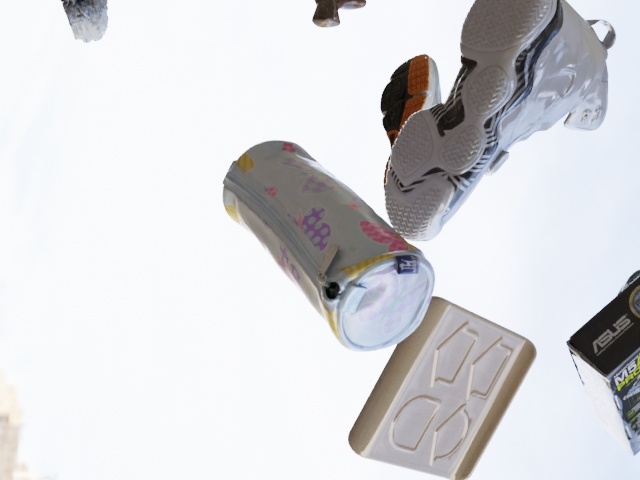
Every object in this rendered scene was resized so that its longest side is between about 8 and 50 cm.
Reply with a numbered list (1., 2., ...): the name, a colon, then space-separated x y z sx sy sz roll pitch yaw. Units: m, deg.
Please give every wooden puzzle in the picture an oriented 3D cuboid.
1. wooden puzzle: 0.226 0.281 2.083 0.080 0.348 0.322 31 -86 48

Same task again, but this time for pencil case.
1. pencil case: 0.000 0.000 1.124 0.273 0.124 0.113 47 -50 47

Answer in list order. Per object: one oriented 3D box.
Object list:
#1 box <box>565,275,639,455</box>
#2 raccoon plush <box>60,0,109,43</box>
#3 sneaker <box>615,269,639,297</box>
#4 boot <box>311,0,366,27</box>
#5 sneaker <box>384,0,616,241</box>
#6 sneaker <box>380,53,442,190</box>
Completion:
1. box: 0.392 0.083 1.154 0.270 0.216 0.060 -41 -128 -5
2. raccoon plush: -0.294 -0.548 1.638 0.446 0.299 0.216 80 -11 -49
3. sneaker: 0.501 0.125 1.648 0.262 0.104 0.125 -71 175 -45
4. boot: 0.037 -0.439 2.117 0.114 0.106 0.037 -89 -178 -54
5. sneaker: 0.238 -0.147 1.398 0.137 0.210 0.366 45 -65 47
6. sneaker: 0.165 -0.162 1.742 0.099 0.121 0.262 -9 -109 44
